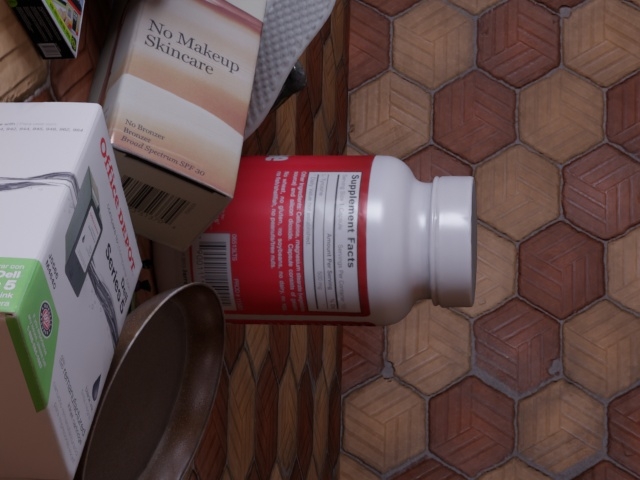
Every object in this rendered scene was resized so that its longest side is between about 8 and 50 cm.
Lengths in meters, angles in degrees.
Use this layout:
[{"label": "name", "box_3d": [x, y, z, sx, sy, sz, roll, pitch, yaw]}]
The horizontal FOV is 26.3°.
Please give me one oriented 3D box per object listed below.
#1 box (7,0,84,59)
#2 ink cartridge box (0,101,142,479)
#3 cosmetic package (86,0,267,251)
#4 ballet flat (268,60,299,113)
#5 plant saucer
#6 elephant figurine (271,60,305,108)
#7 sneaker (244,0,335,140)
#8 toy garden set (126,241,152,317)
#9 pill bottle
[{"label": "box", "box_3d": [-0.269, -0.270, 1.280, 0.207, 0.036, 0.114, 70, 21, -65]}, {"label": "ink cartridge box", "box_3d": [-0.249, 0.037, 1.161, 0.272, 0.115, 0.198, -80, 167, -48]}, {"label": "cosmetic package", "box_3d": [-0.163, -0.159, 1.480, 0.129, 0.153, 0.296, -43, -147, 46]}, {"label": "ballet flat", "box_3d": [-0.101, -0.312, 2.217, 0.342, 0.116, 0.124, 81, 31, -64]}, {"label": "plant saucer", "box_3d": [-0.195, 0.187, 1.496, 0.310, 0.050, 0.310, 17, 90, -73]}, {"label": "elephant figurine", "box_3d": [-0.113, -0.268, 1.928, 0.239, 0.169, 0.186, 76, 0, -80]}, {"label": "sneaker", "box_3d": [-0.112, -0.235, 1.786, 0.126, 0.321, 0.127, 40, 0, -35]}, {"label": "toy garden set", "box_3d": [-0.232, 0.084, 1.487, 0.244, 0.049, 0.203, 43, 48, -78]}, {"label": "pill bottle", "box_3d": [0.000, 0.000, 1.815, 0.229, 0.408, 0.229, 1, 90, -82]}]
